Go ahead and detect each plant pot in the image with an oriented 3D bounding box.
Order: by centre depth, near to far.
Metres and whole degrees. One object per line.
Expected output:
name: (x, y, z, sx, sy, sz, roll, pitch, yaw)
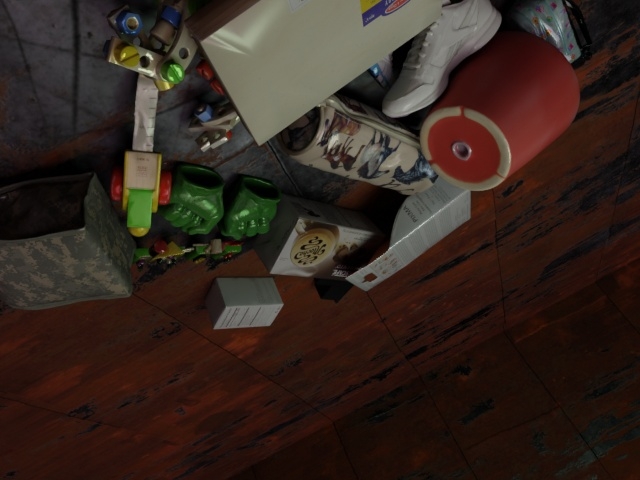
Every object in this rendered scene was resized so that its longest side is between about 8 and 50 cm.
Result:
plant pot: (0.346, -0.248, 1.061, 0.243, 0.275, 0.274, -46, 154, -29)

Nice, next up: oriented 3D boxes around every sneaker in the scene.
sneaker: (0.208, -0.374, 1.002, 0.305, 0.114, 0.152, -50, 123, -4)
sneaker: (0.120, -0.366, 1.016, 0.083, 0.071, 0.191, -41, 143, 10)

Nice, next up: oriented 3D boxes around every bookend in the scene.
bookend: (0.024, 0.110, 1.549, 0.156, 0.072, 0.157, 10, 132, -39)

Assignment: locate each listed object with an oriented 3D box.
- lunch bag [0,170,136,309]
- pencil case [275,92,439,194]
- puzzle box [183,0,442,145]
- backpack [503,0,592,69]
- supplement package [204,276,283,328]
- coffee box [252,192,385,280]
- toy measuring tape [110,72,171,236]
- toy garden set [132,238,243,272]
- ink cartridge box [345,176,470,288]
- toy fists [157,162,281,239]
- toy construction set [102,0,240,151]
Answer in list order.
lunch bag: (-0.531, 0.011, 0.981, 0.287, 0.168, 0.235, -9, 144, -2)
pencil case: (0.093, -0.214, 1.105, 0.411, 0.159, 0.184, 11, 149, -41)
puzzle box: (0.019, -0.343, 0.798, 0.409, 0.052, 0.272, -36, 158, -4)
backpack: (0.469, -0.439, 1.085, 0.115, 0.152, 0.182, -42, 131, 6)
supplement package: (-0.215, 0.174, 1.449, 0.179, 0.105, 0.105, 3, 135, -35)
coffee box: (0.000, 0.000, 1.336, 0.297, 0.119, 0.168, 10, 120, -40)
toy measuring tape: (-0.335, -0.165, 0.976, 0.122, 0.121, 0.329, -2, 115, -31)
toy garden set: (-0.297, 0.037, 1.185, 0.244, 0.049, 0.204, -3, 171, -29)
ink cartridge box: (0.234, -0.016, 1.418, 0.385, 0.091, 0.308, -36, 162, 6)
toy fists: (-0.222, -0.072, 1.146, 0.279, 0.096, 0.142, 6, 135, -39)
toy construction set: (-0.190, -0.277, 0.853, 0.215, 0.151, 0.327, -55, 157, -9)
